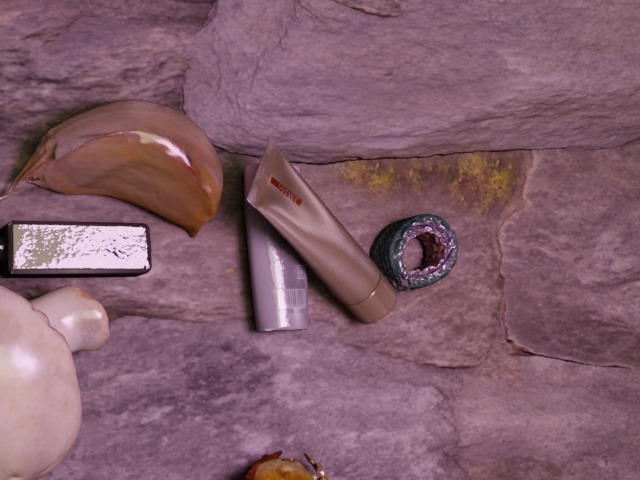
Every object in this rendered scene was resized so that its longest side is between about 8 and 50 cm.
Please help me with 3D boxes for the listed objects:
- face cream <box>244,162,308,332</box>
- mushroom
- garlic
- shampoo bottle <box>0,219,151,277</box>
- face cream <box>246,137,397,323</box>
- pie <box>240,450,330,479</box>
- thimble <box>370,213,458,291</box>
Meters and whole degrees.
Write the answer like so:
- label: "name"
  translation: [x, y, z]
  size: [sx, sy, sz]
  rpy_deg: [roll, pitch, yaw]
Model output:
- label: "face cream"
  translation: [-0.067, 0.011, 1.905]
  size: [0.107, 0.073, 0.269]
  rpy_deg: [2, 82, -43]
- label: "mushroom"
  translation: [-0.434, 0.197, 1.581]
  size: [0.356, 0.315, 0.315]
  rpy_deg: [0, 82, -26]
- label: "garlic"
  translation: [-0.298, -0.115, 1.780]
  size: [0.338, 0.151, 0.196]
  rpy_deg: [10, 101, -27]
- label: "shampoo bottle"
  translation: [-0.376, 0.014, 1.750]
  size: [0.246, 0.080, 0.079]
  rpy_deg: [1, 82, -26]
- label: "face cream"
  translation: [0.000, 0.000, 1.879]
  size: [0.341, 0.084, 0.137]
  rpy_deg: [49, 40, -32]
- label: "pie"
  translation: [-0.043, 0.468, 1.804]
  size: [0.308, 0.085, 0.308]
  rpy_deg: [19, 60, -38]
- label: "thimble"
  translation: [0.159, 0.019, 2.007]
  size: [0.135, 0.090, 0.118]
  rpy_deg: [-31, 94, -24]
